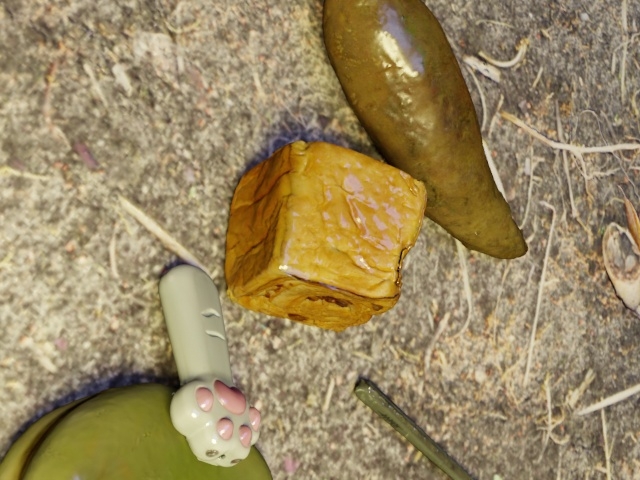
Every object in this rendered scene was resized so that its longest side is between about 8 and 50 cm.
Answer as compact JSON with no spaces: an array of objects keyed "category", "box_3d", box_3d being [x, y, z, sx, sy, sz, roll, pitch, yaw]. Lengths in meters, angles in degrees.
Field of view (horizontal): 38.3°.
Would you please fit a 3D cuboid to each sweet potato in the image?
[{"category":"sweet potato","box_3d":[0.121,-0.124,1.019,0.130,0.130,0.422,-47,114,-31]}]

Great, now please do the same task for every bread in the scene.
[{"category":"bread","box_3d":[0.000,0.000,0.895,0.158,0.149,0.143,24,65,-27]}]

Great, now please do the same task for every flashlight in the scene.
[{"category":"flashlight","box_3d":[-0.101,0.102,0.813,0.093,0.047,0.200,34,29,-45]}]

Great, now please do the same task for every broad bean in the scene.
[{"category":"broad bean","box_3d":[-0.146,0.218,0.785,0.263,0.121,0.189,35,56,-40]}]

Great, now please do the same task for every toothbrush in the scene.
[{"category":"toothbrush","box_3d":[0.139,0.247,1.003,0.297,0.030,0.030,45,70,-18]}]
